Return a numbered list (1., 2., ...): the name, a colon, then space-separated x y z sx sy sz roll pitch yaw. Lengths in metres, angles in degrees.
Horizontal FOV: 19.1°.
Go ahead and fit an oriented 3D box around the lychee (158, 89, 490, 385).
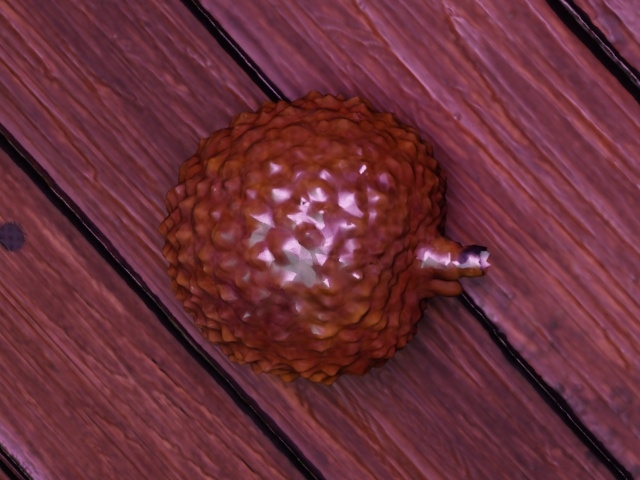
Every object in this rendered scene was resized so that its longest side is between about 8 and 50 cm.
1. lychee: 0.000 0.000 1.284 0.238 0.200 0.200 12 112 28
